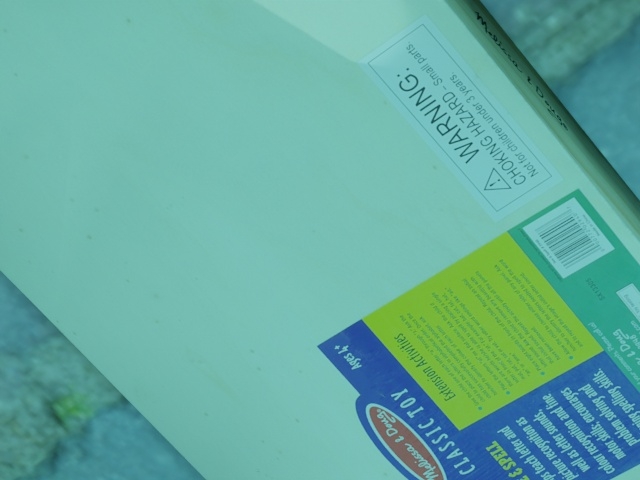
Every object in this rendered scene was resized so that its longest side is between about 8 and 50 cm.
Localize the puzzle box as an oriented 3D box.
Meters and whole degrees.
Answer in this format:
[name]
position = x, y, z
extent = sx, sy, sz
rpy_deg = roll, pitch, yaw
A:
[puzzle box]
position = 0.000, 0.000, 0.866
extent = 0.272, 0.052, 0.409
rpy_deg = -32, 112, 23
